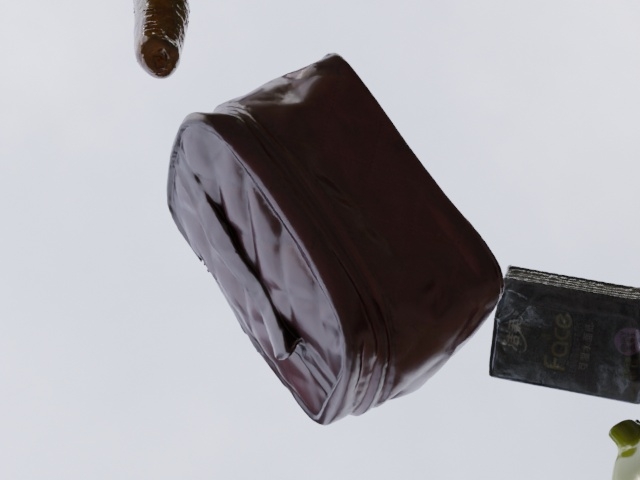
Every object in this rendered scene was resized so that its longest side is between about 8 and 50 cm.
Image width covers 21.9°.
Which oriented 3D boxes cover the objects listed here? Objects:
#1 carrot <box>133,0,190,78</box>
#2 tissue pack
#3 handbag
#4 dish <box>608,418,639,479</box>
[{"bbox_3d":[-0.158,-0.215,1.644,0.060,0.060,0.186,35,-155,-27],"label":"carrot"},{"bbox_3d":[0.250,0.093,1.632,0.051,0.156,0.112,-52,-30,-65],"label":"tissue pack"},{"bbox_3d":[0.000,0.000,1.073,0.135,0.146,0.225,-25,-109,-27],"label":"handbag"},{"bbox_3d":[0.363,0.237,1.356,0.262,0.108,0.221,36,-149,-10],"label":"dish"}]
